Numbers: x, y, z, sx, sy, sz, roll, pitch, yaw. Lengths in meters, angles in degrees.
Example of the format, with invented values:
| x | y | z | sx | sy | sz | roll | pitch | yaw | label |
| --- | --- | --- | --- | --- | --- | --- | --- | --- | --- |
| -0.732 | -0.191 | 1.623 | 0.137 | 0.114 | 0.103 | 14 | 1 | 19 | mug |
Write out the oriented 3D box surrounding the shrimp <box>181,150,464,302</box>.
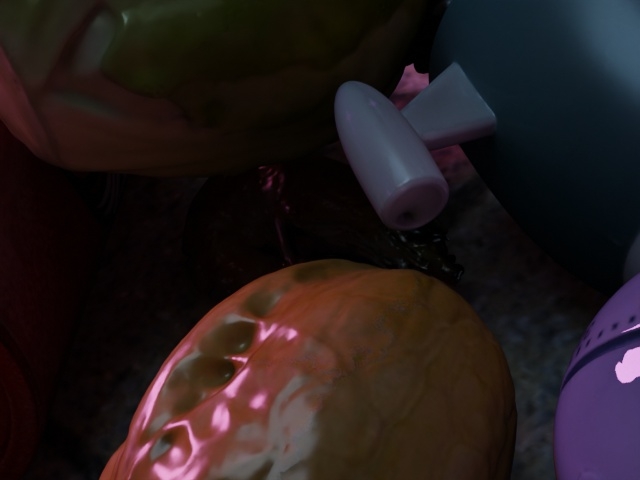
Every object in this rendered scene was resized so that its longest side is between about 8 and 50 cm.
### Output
| x | y | z | sx | sy | sz | roll | pitch | yaw | label |
| --- | --- | --- | --- | --- | --- | --- | --- | --- | --- |
| 0.000 | 0.000 | 0.845 | 0.190 | 0.042 | 0.101 | 14 | 71 | 39 | shrimp |

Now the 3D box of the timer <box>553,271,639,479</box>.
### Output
| x | y | z | sx | sy | sz | roll | pitch | yaw | label |
| --- | --- | --- | --- | --- | --- | --- | --- | --- | --- |
| 0.146 | 0.120 | 0.554 | 0.175 | 0.175 | 0.255 | 12 | 79 | 38 | timer |

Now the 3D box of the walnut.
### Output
| x | y | z | sx | sy | sz | roll | pitch | yaw | label |
| --- | --- | --- | --- | --- | --- | --- | --- | --- | --- |
| -0.005 | 0.097 | 0.633 | 0.159 | 0.159 | 0.207 | 9 | 53 | 36 | walnut |

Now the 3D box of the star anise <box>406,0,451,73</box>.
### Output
| x | y | z | sx | sy | sz | roll | pitch | yaw | label |
| --- | --- | --- | --- | --- | --- | --- | --- | --- | --- |
| 0.169 | -0.201 | 0.875 | 0.315 | 0.108 | 0.315 | -44 | 6 | 6 | star anise |

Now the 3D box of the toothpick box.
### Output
| x | y | z | sx | sy | sz | roll | pitch | yaw | label |
| --- | --- | --- | --- | --- | --- | --- | --- | --- | --- |
| -0.209 | -0.038 | 0.866 | 0.204 | 0.204 | 0.333 | -9 | 38 | 18 | toothpick box |

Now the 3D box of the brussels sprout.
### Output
| x | y | z | sx | sy | sz | roll | pitch | yaw | label |
| --- | --- | --- | --- | --- | --- | --- | --- | --- | --- |
| -0.060 | -0.133 | 0.765 | 0.219 | 0.210 | 0.271 | 40 | 54 | 17 | brussels sprout |

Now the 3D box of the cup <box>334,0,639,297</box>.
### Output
| x | y | z | sx | sy | sz | roll | pitch | yaw | label |
| --- | --- | --- | --- | --- | --- | --- | --- | --- | --- |
| 0.155 | -0.046 | 0.722 | 0.299 | 0.167 | 0.173 | -11 | 50 | -23 | cup |
